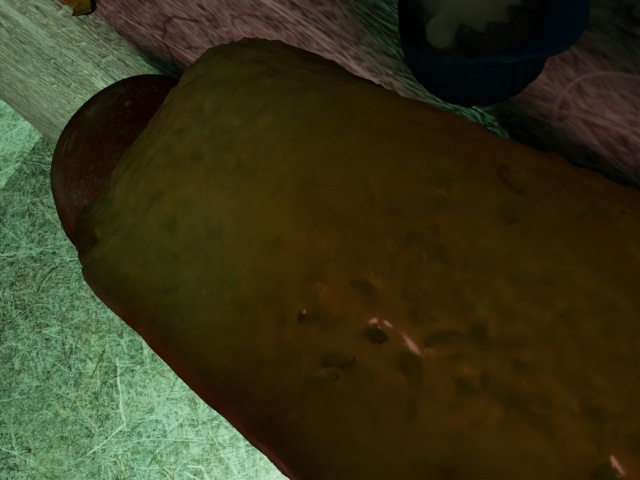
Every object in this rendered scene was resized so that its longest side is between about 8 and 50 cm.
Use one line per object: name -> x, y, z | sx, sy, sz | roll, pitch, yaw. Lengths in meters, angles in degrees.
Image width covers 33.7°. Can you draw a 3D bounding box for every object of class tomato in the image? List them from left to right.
tomato -> -0.208, -0.057, 1.281 | 0.270, 0.223, 0.270 | 155, 90, -88

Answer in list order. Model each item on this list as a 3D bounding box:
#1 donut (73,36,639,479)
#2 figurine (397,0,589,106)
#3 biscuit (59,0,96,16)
donut -> 0.065, 0.012, 0.571 | 0.378, 0.163, 0.435 | 26, -170, -3
figurine -> 0.052, -0.122, 0.467 | 0.149, 0.087, 0.086 | 40, -151, -29
biscuit -> -0.349, -0.334, 1.094 | 0.048, 0.026, 0.292 | -4, 145, 47
